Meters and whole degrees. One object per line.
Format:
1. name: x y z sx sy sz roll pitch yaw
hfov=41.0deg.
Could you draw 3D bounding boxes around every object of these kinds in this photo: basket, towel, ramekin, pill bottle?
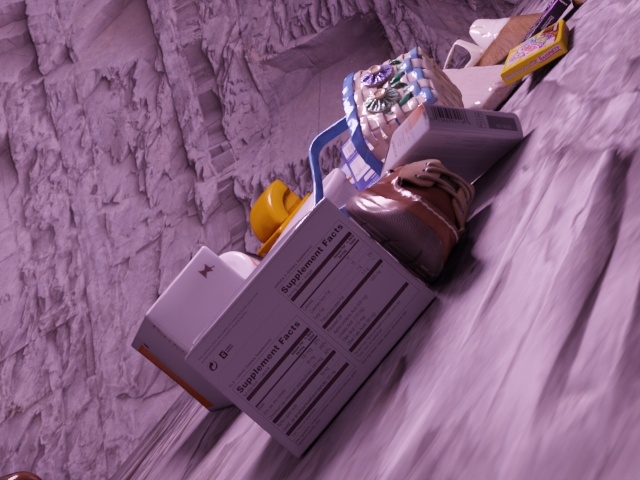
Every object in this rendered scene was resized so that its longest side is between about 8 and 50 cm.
1. basket: 0.098 -0.169 1.429 0.289 0.201 0.255 -39 34 23
2. towel: 0.235 -0.239 1.578 0.187 0.049 0.282 -51 23 -8
3. ramekin: 0.000 0.000 1.684 0.273 0.127 0.273 -53 5 7
4. pill bottle: -0.137 0.105 1.829 0.121 0.121 0.216 -48 -32 9

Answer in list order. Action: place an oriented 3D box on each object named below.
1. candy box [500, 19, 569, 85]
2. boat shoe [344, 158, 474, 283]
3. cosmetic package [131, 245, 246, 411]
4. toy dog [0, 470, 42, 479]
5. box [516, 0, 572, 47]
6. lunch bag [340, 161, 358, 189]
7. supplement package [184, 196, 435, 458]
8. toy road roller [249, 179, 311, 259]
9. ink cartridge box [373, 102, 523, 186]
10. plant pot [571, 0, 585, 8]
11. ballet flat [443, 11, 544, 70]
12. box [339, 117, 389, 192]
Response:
1. candy box: 0.349 -0.306 1.385 0.105 0.027 0.206 -31 11 25
2. boat shoe: 0.104 -0.038 0.933 0.116 0.123 0.324 -47 5 2
3. cosmetic package: -0.212 0.186 1.622 0.161 0.230 0.453 -51 3 -20
4. toy dog: -0.451 0.462 1.142 0.395 0.284 0.408 -48 1 2
5. box: 0.423 -0.405 1.657 0.162 0.029 0.116 -55 0 24
6. lunch bag: 0.109 -0.144 1.993 0.243 0.115 0.303 -58 14 -26
7. supplement package: -0.023 0.087 0.917 0.204 0.145 0.262 -49 4 -7
8. toy road roller: -0.101 -0.003 2.265 0.329 0.240 0.202 -51 3 -37
9. ink cartridge box: 0.145 -0.105 1.080 0.145 0.045 0.179 1 -23 -28
10. plant pot: 0.549 -0.535 1.595 0.236 0.032 0.236 -48 3 3
11. ballet flat: 0.366 -0.424 1.949 0.116 0.124 0.342 -52 4 -38
12. box: 0.125 -0.149 1.756 0.136 0.036 0.225 -47 49 33
